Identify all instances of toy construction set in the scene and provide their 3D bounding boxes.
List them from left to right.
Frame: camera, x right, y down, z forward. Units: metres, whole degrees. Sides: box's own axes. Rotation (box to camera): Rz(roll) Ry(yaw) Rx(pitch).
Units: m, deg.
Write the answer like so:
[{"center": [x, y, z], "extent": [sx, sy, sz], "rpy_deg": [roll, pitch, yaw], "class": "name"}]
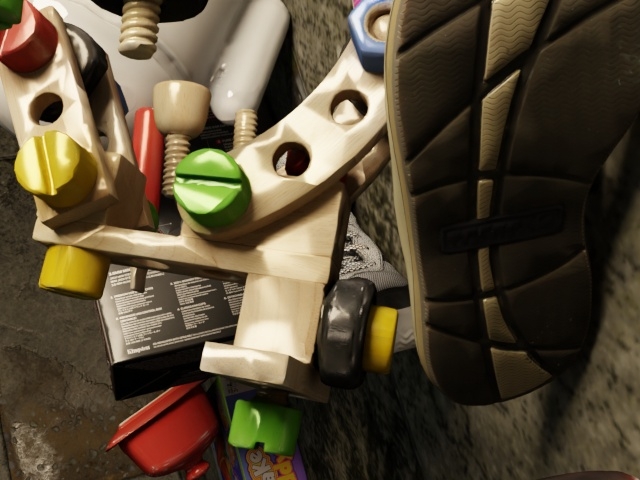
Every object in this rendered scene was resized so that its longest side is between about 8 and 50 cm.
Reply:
[{"center": [-0.076, -0.003, 0.506], "extent": [0.309, 0.258, 0.237], "rpy_deg": [153, 121, -71], "class": "toy construction set"}]

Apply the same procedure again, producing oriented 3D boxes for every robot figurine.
[{"center": [-0.173, -0.212, 0.746], "extent": [0.353, 0.300, 0.200], "rpy_deg": [-65, 4, -18], "class": "robot figurine"}]

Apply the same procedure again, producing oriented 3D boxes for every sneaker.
[{"center": [0.000, 0.000, 0.656], "extent": [0.268, 0.101, 0.153], "rpy_deg": [-162, 59, -73], "class": "sneaker"}]

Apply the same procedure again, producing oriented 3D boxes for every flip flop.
[{"center": [0.083, -0.041, 0.399], "extent": [0.080, 0.112, 0.277], "rpy_deg": [-101, 4, -54], "class": "flip flop"}]

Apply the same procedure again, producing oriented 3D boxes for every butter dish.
[{"center": [-0.191, 0.263, 1.146], "extent": [0.118, 0.160, 0.160], "rpy_deg": [53, 160, 4], "class": "butter dish"}]

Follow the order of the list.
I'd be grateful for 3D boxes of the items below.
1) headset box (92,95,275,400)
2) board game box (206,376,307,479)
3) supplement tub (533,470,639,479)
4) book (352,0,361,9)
[{"center": [-0.133, -0.015, 0.874], "extent": [0.110, 0.218, 0.293], "rpy_deg": [111, 143, -60], "class": "headset box"}, {"center": [-0.072, 0.355, 1.164], "extent": [0.233, 0.078, 0.347], "rpy_deg": [125, 131, -67], "class": "board game box"}, {"center": [0.126, 0.215, 0.400], "extent": [0.106, 0.106, 0.197], "rpy_deg": [140, 117, -71], "class": "supplement tub"}, {"center": [0.035, -0.193, 0.541], "extent": [0.096, 0.035, 0.144], "rpy_deg": [-169, 69, -74], "class": "book"}]
